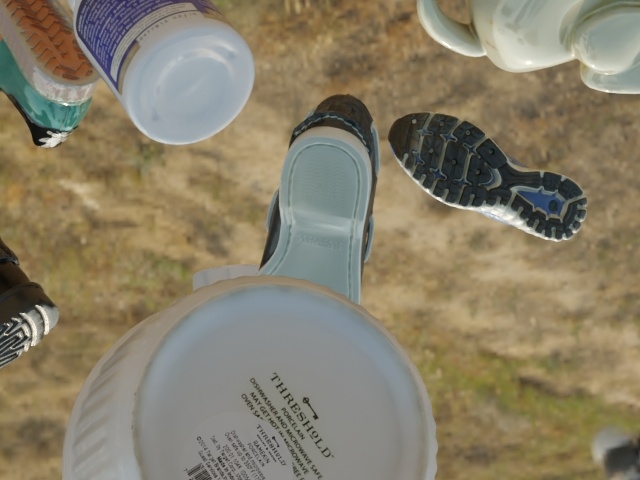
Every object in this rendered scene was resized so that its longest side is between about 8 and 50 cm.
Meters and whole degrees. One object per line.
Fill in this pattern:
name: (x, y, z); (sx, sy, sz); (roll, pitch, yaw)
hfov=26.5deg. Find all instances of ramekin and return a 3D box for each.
ramekin: (-0.033, 0.117, 0.752); (0.207, 0.207, 0.109); (2, 160, -18)

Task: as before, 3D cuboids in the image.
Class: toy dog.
toy dog: (0.311, -0.418, 1.649); (0.395, 0.285, 0.408); (-3, 138, 1)

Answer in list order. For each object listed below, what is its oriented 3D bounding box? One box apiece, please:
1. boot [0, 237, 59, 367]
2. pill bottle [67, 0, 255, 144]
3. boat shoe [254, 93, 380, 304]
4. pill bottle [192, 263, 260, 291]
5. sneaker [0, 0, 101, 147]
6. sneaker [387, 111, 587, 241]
boot: (-0.490, 0.070, 1.484); (0.348, 0.260, 0.131); (-32, 161, -26)
pill bottle: (-0.141, -0.172, 1.125); (0.112, 0.187, 0.112); (-19, 134, -21)
boat shoe: (0.000, 0.000, 1.300); (0.114, 0.091, 0.302); (19, 130, 0)
pill bottle: (-0.097, 0.143, 1.603); (0.121, 0.216, 0.121); (-6, 167, -1)
sneaker: (-0.336, -0.228, 1.467); (0.108, 0.302, 0.121); (-5, 142, -36)
sneaker: (0.242, -0.093, 2.097); (0.330, 0.130, 0.147); (27, 176, -16)
